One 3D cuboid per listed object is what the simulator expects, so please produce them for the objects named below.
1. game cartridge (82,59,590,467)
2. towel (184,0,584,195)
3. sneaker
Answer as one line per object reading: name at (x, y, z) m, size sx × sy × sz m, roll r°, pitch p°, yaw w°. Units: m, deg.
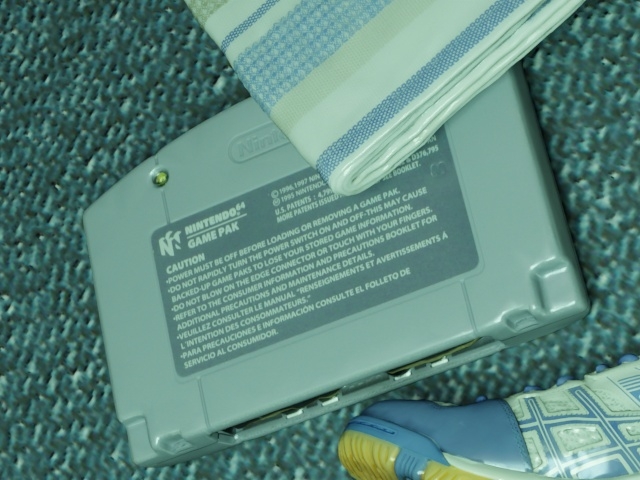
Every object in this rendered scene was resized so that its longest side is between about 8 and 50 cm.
game cartridge at (0.000, 0.000, 1.094) m, size 0.294 × 0.060 × 0.196 m, roll -21°, pitch 71°, yaw 21°
towel at (0.026, -0.171, 1.101) m, size 0.209 × 0.034 × 0.285 m, roll -41°, pitch 49°, yaw 5°
sneaker at (0.156, 0.114, 0.967) m, size 0.296 × 0.112 × 0.131 m, roll 11°, pitch 63°, yaw 28°
